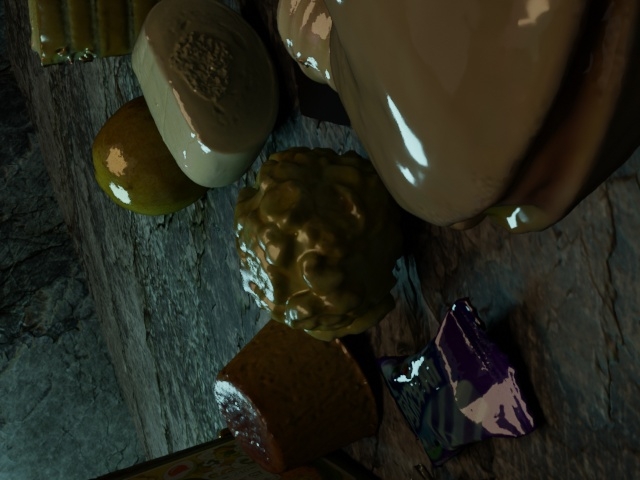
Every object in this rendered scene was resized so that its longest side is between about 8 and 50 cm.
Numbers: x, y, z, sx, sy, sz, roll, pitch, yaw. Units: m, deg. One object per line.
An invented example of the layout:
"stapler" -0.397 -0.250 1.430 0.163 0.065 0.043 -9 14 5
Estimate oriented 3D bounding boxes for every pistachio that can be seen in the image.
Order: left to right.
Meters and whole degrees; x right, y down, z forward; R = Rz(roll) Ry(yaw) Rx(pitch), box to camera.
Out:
"pistachio" 0.107 -0.210 0.691 0.445 0.281 0.365 97 166 -45

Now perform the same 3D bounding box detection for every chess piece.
"chess piece" 0.074 -0.140 1.082 0.139 0.124 0.307 -51 54 26

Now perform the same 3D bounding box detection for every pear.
"pear" -0.274 -0.137 1.839 0.209 0.209 0.209 166 90 -69

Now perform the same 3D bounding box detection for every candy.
"candy" 0.133 0.158 1.174 0.145 0.070 0.275 63 155 10

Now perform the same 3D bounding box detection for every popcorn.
"popcorn" -0.001 0.007 1.254 0.217 0.181 0.235 101 153 -52

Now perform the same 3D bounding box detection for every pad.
"pad" -0.010 -0.262 1.349 0.163 0.004 0.243 -154 53 -64

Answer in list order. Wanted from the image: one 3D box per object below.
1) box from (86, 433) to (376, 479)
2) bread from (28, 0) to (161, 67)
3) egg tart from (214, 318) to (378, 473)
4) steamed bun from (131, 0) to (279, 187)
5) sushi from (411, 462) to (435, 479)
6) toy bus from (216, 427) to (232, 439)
"box" -0.151 0.411 1.575 0.373 0.420 0.138 17 121 64
"bread" -0.365 -0.411 1.843 0.111 0.239 0.246 -119 23 -44
"egg tart" -0.035 0.197 1.477 0.215 0.171 0.215 43 150 32
"steamed bun" -0.152 -0.208 1.540 0.250 0.154 0.200 65 161 9
"sushi" 0.144 0.350 1.218 0.109 0.134 0.273 54 162 -26
"toy bus" -0.133 0.387 1.938 0.201 0.114 0.098 115 138 -59
